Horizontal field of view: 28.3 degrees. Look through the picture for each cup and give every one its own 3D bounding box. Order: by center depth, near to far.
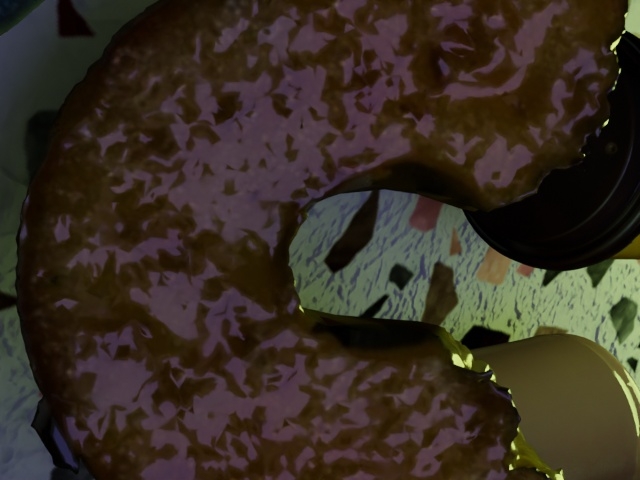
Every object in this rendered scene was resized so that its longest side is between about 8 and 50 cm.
[{"bbox_3d":[0.244,-0.063,1.033,0.280,0.196,0.196,11,104,-47],"label":"cup"}]

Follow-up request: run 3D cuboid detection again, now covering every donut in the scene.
[{"bbox_3d":[0.000,0.000,0.823,0.378,0.163,0.435,12,91,-13],"label":"donut"}]

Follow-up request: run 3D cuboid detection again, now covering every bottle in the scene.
[{"bbox_3d":[0.112,0.162,1.049,0.297,0.173,0.206,-7,76,-36],"label":"bottle"}]

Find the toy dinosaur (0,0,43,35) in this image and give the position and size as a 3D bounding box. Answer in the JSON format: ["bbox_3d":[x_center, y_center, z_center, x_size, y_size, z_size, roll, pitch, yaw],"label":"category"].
[{"bbox_3d":[-0.256,-0.035,0.544,0.363,0.076,0.147,-18,114,3],"label":"toy dinosaur"}]
